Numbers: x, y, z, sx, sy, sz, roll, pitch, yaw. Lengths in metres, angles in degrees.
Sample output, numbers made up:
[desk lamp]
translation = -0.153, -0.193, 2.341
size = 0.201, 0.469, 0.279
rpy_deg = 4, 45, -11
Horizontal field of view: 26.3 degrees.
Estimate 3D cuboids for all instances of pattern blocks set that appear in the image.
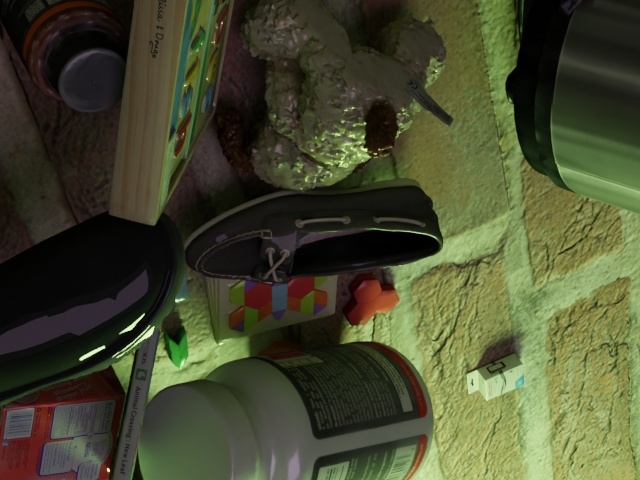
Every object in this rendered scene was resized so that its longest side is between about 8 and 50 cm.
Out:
[pattern blocks set]
translation = -0.057, 0.064, 1.788
size = 0.325, 0.026, 0.285
rpy_deg = -25, 133, -10

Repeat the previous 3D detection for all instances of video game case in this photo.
[video game case]
translation = -0.220, 0.190, 1.631
size = 0.023, 0.212, 0.193
rpy_deg = 11, 86, -7

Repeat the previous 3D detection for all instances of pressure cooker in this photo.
[pressure cooker]
translation = 0.418, -0.207, 1.596
size = 0.375, 0.420, 0.370
rpy_deg = 2, 105, -56

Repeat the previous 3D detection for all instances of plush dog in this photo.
[plush dog]
translation = 0.009, -0.136, 1.581
size = 0.262, 0.211, 0.225
rpy_deg = 6, 148, -30

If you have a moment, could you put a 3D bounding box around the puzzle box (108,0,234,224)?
[puzzle box]
translation = -0.126, -0.252, 1.351
size = 0.052, 0.272, 0.409
rpy_deg = 14, 123, 2

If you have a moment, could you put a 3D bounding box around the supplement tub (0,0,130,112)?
[supplement tub]
translation = -0.251, -0.204, 1.353
size = 0.106, 0.198, 0.106
rpy_deg = -15, 131, -18

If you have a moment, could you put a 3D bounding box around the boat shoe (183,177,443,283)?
[boat shoe]
translation = 0.000, 0.000, 1.676
size = 0.335, 0.095, 0.112
rpy_deg = -13, 145, -24

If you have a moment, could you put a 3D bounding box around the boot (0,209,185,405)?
[boot]
translation = -0.364, 0.072, 1.250
size = 0.367, 0.146, 0.445
rpy_deg = -34, 163, 15

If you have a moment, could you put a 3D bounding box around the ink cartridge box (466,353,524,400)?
[ink cartridge box]
translation = 0.266, 0.211, 2.080
size = 0.083, 0.028, 0.048
rpy_deg = -22, 132, -12

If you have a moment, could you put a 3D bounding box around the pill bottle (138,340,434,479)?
[pill bottle]
translation = -0.040, 0.247, 1.758
size = 0.363, 0.210, 0.210
rpy_deg = -3, 127, -47

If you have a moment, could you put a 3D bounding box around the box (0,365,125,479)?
[box]
translation = -0.353, 0.267, 1.701
size = 0.154, 0.142, 0.300
rpy_deg = -3, 126, -27
